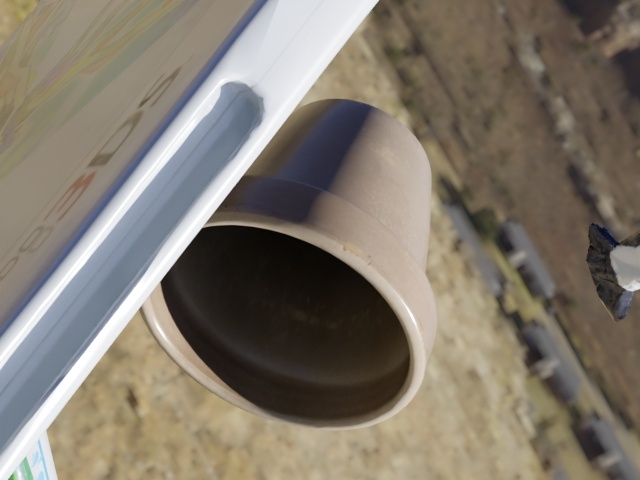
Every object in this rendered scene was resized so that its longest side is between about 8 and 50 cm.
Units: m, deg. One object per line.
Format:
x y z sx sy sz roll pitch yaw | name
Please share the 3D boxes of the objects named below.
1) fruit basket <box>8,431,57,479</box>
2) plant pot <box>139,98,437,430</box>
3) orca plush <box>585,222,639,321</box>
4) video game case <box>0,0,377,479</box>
-0.264 0.251 1.175 0.353 0.166 0.327 -102 -176 -59 | fruit basket
0.000 0.000 1.538 0.263 0.263 0.229 51 43 -25 | plant pot
0.343 0.031 1.284 0.102 0.287 0.151 -3 82 -48 | orca plush
-0.134 0.009 0.638 0.036 0.300 0.329 43 -17 -20 | video game case
